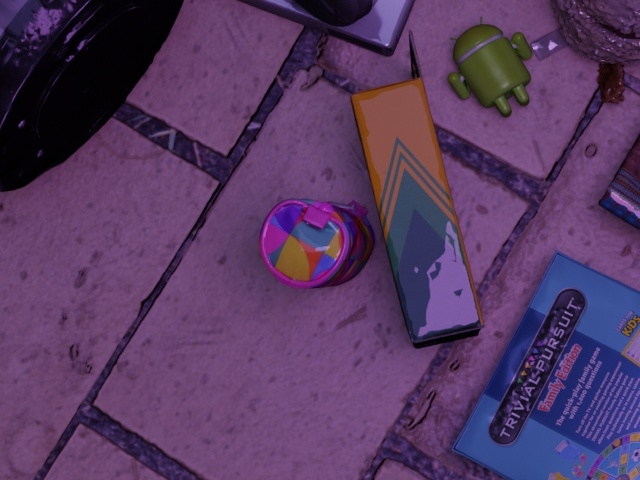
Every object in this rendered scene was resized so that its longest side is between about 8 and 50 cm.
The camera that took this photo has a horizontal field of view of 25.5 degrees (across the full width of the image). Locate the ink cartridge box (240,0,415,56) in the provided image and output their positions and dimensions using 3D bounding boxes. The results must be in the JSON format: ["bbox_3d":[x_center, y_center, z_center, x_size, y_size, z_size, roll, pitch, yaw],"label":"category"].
[{"bbox_3d":[0.001,-0.377,1.679,0.275,0.060,0.238,21,87,6],"label":"ink cartridge box"}]

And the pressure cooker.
[{"bbox_3d":[-0.399,-0.309,1.544,0.420,0.375,0.370,38,91,6],"label":"pressure cooker"}]

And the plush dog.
[{"bbox_3d":[0.340,-0.273,1.557,0.263,0.225,0.210,10,85,5],"label":"plush dog"}]

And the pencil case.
[{"bbox_3d":[0.000,0.000,1.557,0.104,0.236,0.104,0,92,9],"label":"pencil case"}]

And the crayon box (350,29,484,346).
[{"bbox_3d":[0.101,-0.047,1.564,0.083,0.203,0.322,-13,83,3],"label":"crayon box"}]

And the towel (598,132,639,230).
[{"bbox_3d":[0.527,-0.047,1.569,0.370,0.040,0.271,31,65,7],"label":"towel"}]

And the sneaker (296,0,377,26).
[{"bbox_3d":[0.017,-0.469,1.595,0.258,0.169,0.447,-24,75,-14],"label":"sneaker"}]

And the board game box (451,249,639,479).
[{"bbox_3d":[0.353,0.199,1.547,0.336,0.079,0.253,27,87,20],"label":"board game box"}]

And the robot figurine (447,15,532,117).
[{"bbox_3d":[0.198,-0.200,1.640,0.101,0.067,0.115,-33,82,9],"label":"robot figurine"}]
